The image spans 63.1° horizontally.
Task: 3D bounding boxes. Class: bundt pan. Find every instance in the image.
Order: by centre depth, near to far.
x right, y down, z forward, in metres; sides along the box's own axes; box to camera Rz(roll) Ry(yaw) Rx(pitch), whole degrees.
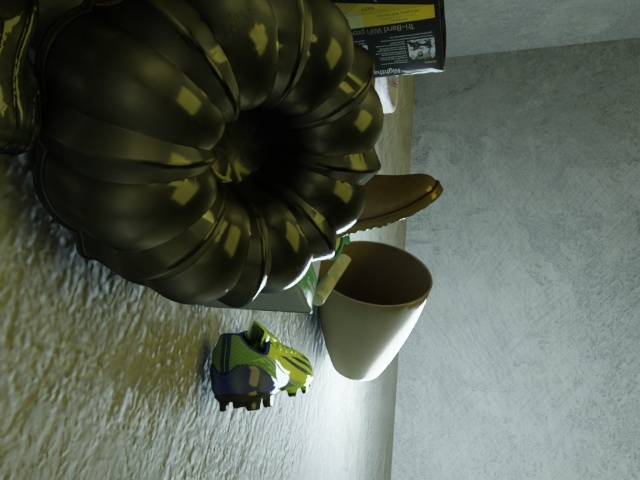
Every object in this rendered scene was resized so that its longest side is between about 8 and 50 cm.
[{"bbox_3d":[-0.070,-0.079,0.467,0.331,0.124,0.330,-20,125,-32],"label":"bundt pan"}]

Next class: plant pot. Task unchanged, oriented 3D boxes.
[{"bbox_3d":[0.104,0.182,1.200,0.256,0.257,0.274,-62,161,-58],"label":"plant pot"}]

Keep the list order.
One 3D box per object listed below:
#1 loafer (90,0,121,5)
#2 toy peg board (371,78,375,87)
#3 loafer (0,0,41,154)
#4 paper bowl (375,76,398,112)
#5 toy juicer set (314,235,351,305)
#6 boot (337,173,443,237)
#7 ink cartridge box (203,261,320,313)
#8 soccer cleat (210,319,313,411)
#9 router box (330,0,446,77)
[{"bbox_3d":[-0.137,-0.311,0.392,0.130,0.134,0.365,32,46,-53],"label":"loafer"},{"bbox_3d":[0.030,-0.317,1.079,0.079,0.161,0.161,90,6,-70],"label":"toy peg board"},{"bbox_3d":[-0.231,-0.143,0.347,0.061,0.062,0.170,-21,109,-67],"label":"loafer"},{"bbox_3d":[0.116,-0.474,1.362,0.284,0.148,0.284,-1,90,-73],"label":"paper bowl"},{"bbox_3d":[0.000,0.000,0.971,0.329,0.090,0.209,60,33,-38],"label":"toy juicer set"},{"bbox_3d":[0.032,-0.144,0.800,0.269,0.236,0.089,64,20,-19],"label":"boot"},{"bbox_3d":[-0.075,-0.019,0.696,0.093,0.154,0.212,68,27,-56],"label":"ink cartridge box"},{"bbox_3d":[-0.077,0.182,0.802,0.289,0.094,0.121,24,60,-73],"label":"soccer cleat"},{"bbox_3d":[0.016,-0.339,0.740,0.243,0.309,0.081,60,33,-60],"label":"router box"}]
